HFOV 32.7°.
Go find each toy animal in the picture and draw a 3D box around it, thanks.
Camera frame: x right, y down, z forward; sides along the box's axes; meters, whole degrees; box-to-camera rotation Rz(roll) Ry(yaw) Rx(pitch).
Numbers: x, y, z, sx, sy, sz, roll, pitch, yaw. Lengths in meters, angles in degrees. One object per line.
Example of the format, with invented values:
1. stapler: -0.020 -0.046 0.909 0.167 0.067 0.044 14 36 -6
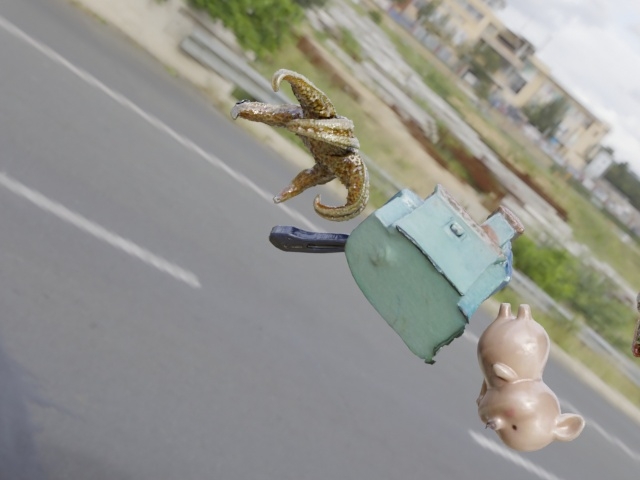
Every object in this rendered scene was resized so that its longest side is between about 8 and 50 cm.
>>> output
1. toy animal: 0.189 0.133 1.022 0.083 0.089 0.150 -116 -165 -85

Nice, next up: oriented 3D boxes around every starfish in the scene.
1. starfish: -0.020 -0.109 1.135 0.146 0.074 0.190 29 -31 42

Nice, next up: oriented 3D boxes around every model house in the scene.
1. model house: 0.124 0.012 1.065 0.148 0.119 0.148 -34 79 -34

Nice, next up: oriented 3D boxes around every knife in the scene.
1. knife: 0.000 0.000 1.182 0.018 0.121 0.031 -64 146 -44

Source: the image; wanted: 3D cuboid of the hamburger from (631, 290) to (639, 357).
1. hamburger: 0.444 0.091 1.029 0.302 0.302 0.170 26 62 -54
